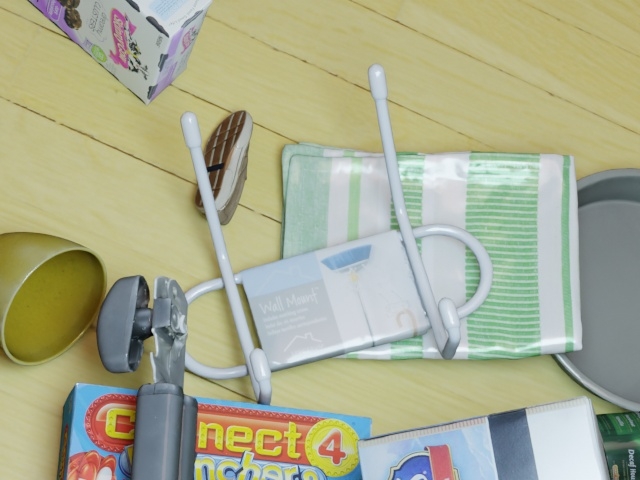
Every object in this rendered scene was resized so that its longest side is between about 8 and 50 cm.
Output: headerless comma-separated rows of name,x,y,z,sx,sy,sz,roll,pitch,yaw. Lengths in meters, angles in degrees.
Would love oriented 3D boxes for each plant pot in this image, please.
plant pot,-0.295,0.045,1.752,0.095,0.134,0.134,32,59,31

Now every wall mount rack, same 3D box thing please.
wall mount rack,0.000,0.000,1.802,0.350,0.130,0.304,-15,70,-7

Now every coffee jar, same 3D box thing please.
coffee jar,0.367,0.221,1.851,0.184,0.079,0.096,-10,112,-5

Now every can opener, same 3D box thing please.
can opener,-0.169,0.168,1.673,0.095,0.076,0.283,-5,66,17

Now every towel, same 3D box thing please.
towel,0.118,0.010,1.888,0.324,0.038,0.248,2,68,-3

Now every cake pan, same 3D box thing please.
cake pan,0.360,0.062,1.959,0.293,0.054,0.293,6,67,-14

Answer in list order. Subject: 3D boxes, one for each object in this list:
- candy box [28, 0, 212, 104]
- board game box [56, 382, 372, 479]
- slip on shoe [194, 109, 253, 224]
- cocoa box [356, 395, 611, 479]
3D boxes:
candy box,-0.222,-0.261,1.867,0.196,0.165,0.070,41,64,4
board game box,-0.109,0.310,1.705,0.308,0.086,0.302,8,67,-13
slip on shoe,-0.098,-0.079,1.898,0.041,0.051,0.135,45,45,-40
cocoa box,0.183,0.353,1.655,0.228,0.231,0.347,-12,69,8
